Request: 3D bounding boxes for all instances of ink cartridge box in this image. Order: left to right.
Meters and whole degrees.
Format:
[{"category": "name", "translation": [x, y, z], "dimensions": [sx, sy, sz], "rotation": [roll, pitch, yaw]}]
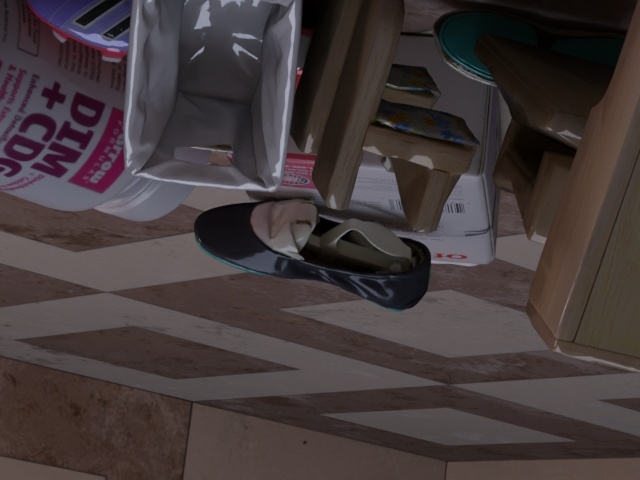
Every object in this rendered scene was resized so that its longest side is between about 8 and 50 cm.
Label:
[{"category": "ink cartridge box", "translation": [0.046, -0.074, 1.626], "dimensions": [0.207, 0.117, 0.283], "rotation": [5, 166, 8]}]

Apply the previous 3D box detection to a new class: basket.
[{"category": "basket", "translation": [-0.071, -0.132, 1.325], "dimensions": [0.113, 0.103, 0.167], "rotation": [7, 126, -2]}]

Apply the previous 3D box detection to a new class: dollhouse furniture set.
[{"category": "dollhouse furniture set", "translation": [0.206, -0.100, 1.229], "dimensions": [0.362, 0.256, 0.394], "rotation": [14, -164, -12]}]

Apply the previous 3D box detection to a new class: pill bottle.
[{"category": "pill bottle", "translation": [-0.224, -0.114, 1.499], "dimensions": [0.160, 0.160, 0.283], "rotation": [-5, 163, 40]}]

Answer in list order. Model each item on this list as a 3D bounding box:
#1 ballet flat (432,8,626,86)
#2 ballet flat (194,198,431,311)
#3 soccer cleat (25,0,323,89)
[{"category": "ballet flat", "translation": [0.160, -0.136, 1.451], "dimensions": [0.168, 0.057, 0.052], "rotation": [9, 176, -10]}, {"category": "ballet flat", "translation": [0.000, 0.000, 1.580], "dimensions": [0.203, 0.074, 0.074], "rotation": [18, 164, -14]}, {"category": "soccer cleat", "translation": [-0.088, -0.173, 1.406], "dimensions": [0.248, 0.083, 0.095], "rotation": [14, 135, -8]}]
